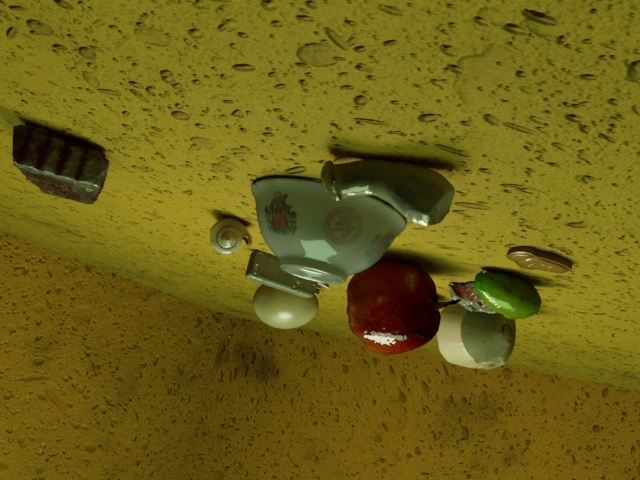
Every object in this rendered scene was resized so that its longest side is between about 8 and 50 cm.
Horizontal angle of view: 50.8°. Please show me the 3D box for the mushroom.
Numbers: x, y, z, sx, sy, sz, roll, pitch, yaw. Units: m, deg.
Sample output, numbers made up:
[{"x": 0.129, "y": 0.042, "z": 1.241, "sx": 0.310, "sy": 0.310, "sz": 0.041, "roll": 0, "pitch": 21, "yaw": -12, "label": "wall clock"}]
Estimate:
[{"x": 0.104, "y": -0.090, "z": 1.101, "sx": 0.223, "sy": 0.092, "sz": 0.081, "roll": 17, "pitch": -175, "yaw": 20, "label": "mushroom"}]

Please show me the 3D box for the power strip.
[{"x": -0.098, "y": 0.117, "z": 2.158, "sx": 0.288, "sy": 0.093, "sz": 0.053, "roll": 21, "pitch": 162, "yaw": -26, "label": "power strip"}]

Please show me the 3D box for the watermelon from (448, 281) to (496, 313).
[{"x": 0.432, "y": 0.153, "z": 1.823, "sx": 0.187, "sy": 0.071, "sz": 0.139, "roll": 10, "pitch": 162, "yaw": 17, "label": "watermelon"}]

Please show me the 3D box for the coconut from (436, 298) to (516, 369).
[{"x": 0.455, "y": 0.266, "z": 1.948, "sx": 0.241, "sy": 0.241, "sz": 0.241, "roll": 13, "pitch": 167, "yaw": 3, "label": "coconut"}]

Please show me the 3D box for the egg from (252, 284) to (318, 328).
[{"x": -0.127, "y": 0.228, "z": 2.446, "sx": 0.241, "sy": 0.186, "sz": 0.186, "roll": 5, "pitch": 165, "yaw": 13, "label": "egg"}]

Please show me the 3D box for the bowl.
[{"x": 0.000, "y": 0.000, "z": 1.432, "sx": 0.345, "sy": 0.157, "sz": 0.345, "roll": 13, "pitch": 168, "yaw": 3, "label": "bowl"}]

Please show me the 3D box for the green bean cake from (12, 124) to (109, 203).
[{"x": -0.571, "y": -0.161, "z": 1.481, "sx": 0.198, "sy": 0.097, "sz": 0.232, "roll": 17, "pitch": 167, "yaw": -17, "label": "green bean cake"}]

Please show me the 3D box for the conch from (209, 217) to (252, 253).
[{"x": -0.240, "y": -0.008, "z": 1.792, "sx": 0.104, "sy": 0.094, "sz": 0.176, "roll": -25, "pitch": 175, "yaw": -8, "label": "conch"}]

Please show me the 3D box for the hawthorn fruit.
[{"x": 0.220, "y": 0.167, "z": 1.754, "sx": 0.300, "sy": 0.254, "sz": 0.254, "roll": -9, "pitch": 158, "yaw": 22, "label": "hawthorn fruit"}]

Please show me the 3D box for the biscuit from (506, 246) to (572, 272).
[{"x": 0.461, "y": 0.047, "z": 1.436, "sx": 0.140, "sy": 0.023, "sz": 0.118, "roll": 15, "pitch": 166, "yaw": -8, "label": "biscuit"}]

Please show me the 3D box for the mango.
[{"x": 0.453, "y": 0.133, "z": 1.644, "sx": 0.178, "sy": 0.100, "sz": 0.119, "roll": 25, "pitch": 167, "yaw": -14, "label": "mango"}]
